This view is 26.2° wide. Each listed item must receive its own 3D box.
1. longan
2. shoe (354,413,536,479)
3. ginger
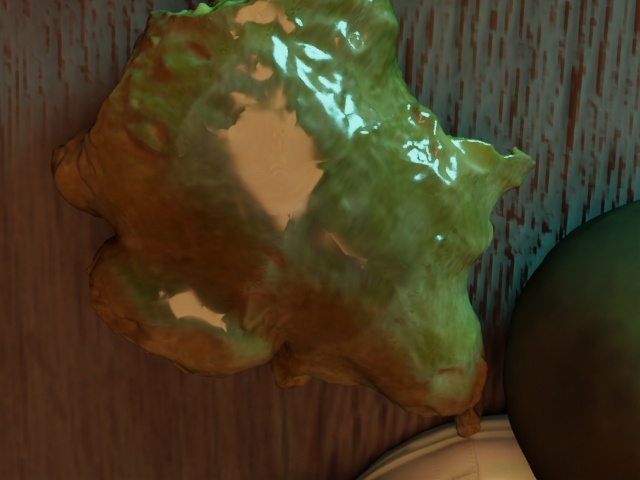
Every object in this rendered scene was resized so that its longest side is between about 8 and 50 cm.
[{"bbox_3d":[0.194,0.077,0.670,0.212,0.198,0.198,33,98,-13],"label":"longan"},{"bbox_3d":[0.025,0.180,0.722,0.265,0.110,0.095,-24,101,5],"label":"shoe"},{"bbox_3d":[0.000,0.000,0.671,0.219,0.123,0.270,-30,97,1],"label":"ginger"}]
